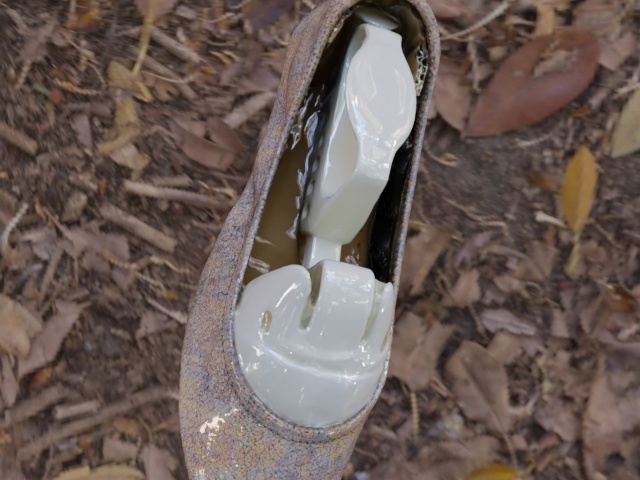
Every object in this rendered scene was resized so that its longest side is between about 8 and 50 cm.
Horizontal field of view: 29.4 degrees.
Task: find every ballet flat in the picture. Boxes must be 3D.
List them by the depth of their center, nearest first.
[{"bbox_3d":[0.000,0.000,0.634,0.107,0.106,0.316,15,72,-19],"label":"ballet flat"}]
